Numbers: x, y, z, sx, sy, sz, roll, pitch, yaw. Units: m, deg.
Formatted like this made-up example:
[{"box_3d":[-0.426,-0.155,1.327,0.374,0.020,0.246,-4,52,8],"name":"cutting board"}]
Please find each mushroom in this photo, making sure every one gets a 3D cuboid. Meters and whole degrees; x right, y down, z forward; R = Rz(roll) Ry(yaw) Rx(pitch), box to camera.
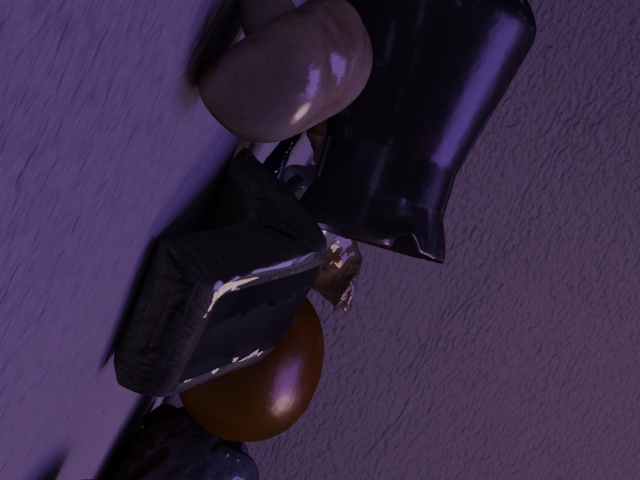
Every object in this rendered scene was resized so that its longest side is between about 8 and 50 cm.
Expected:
[{"box_3d":[-0.030,-0.148,0.801,0.154,0.122,0.154,-23,-177,1],"name":"mushroom"}]

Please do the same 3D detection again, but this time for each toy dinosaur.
[{"box_3d":[-0.086,-0.039,1.307,0.363,0.076,0.147,-62,177,19],"name":"toy dinosaur"}]

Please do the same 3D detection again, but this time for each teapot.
[{"box_3d":[0.091,-0.165,1.218,0.300,0.253,0.344,12,-96,65],"name":"teapot"}]

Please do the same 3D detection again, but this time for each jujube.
[{"box_3d":[-0.240,0.421,1.591,0.308,0.215,0.246,-50,143,8],"name":"jujube"}]

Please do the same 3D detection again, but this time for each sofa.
[{"box_3d":[-0.135,0.034,1.104,0.225,0.176,0.210,-18,145,-43],"name":"sofa"}]

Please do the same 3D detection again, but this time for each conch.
[{"box_3d":[-0.010,-0.003,2.175,0.263,0.186,0.324,158,-64,-74],"name":"conch"}]

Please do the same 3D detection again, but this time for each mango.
[{"box_3d":[-0.103,0.184,1.546,0.378,0.221,0.264,76,23,-76],"name":"mango"}]

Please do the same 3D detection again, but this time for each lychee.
[{"box_3d":[-0.271,0.321,1.690,0.067,0.068,0.083,26,72,-48],"name":"lychee"}]

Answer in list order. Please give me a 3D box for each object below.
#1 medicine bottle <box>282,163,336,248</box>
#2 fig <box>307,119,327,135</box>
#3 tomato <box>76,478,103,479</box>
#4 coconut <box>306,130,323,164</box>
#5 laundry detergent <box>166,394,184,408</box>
[{"box_3d":[-0.055,-0.001,1.692,0.237,0.139,0.139,-59,179,22],"name":"medicine bottle"},{"box_3d":[0.034,-0.194,1.539,0.089,0.125,0.089,24,90,-88],"name":"fig"},{"box_3d":[-0.259,0.358,1.057,0.155,0.180,0.214,101,13,-67],"name":"tomato"},{"box_3d":[0.088,-0.198,1.697,0.233,0.233,0.245,-62,174,17],"name":"coconut"},{"box_3d":[-0.257,0.343,1.968,0.335,0.088,0.159,105,-6,-74],"name":"laundry detergent"}]
